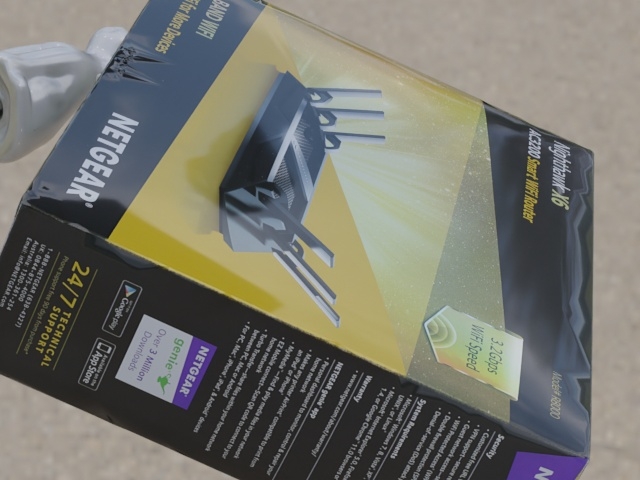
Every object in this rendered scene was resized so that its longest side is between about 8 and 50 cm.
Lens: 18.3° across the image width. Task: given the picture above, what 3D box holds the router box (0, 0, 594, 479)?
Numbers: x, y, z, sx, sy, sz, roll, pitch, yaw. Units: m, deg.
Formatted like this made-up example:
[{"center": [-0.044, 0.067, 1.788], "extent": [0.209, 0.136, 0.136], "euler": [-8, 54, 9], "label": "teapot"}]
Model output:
[{"center": [0.000, 0.000, 0.903], "extent": [0.243, 0.081, 0.309], "euler": [24, 26, -5], "label": "router box"}]

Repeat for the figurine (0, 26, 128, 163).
[{"center": [-0.145, -0.115, 1.539], "extent": [0.215, 0.092, 0.209], "euler": [12, 22, 32], "label": "figurine"}]
